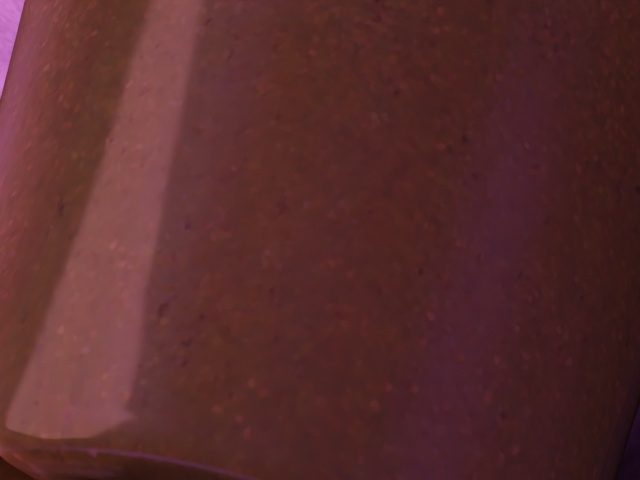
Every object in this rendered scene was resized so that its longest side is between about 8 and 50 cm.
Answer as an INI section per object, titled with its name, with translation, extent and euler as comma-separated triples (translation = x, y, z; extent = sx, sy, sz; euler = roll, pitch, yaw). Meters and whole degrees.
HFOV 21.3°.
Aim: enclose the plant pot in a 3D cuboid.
[plant pot]
translation = 0.000, 0.000, 0.514
extent = 0.276, 0.276, 0.254
euler = -32, 34, 50
